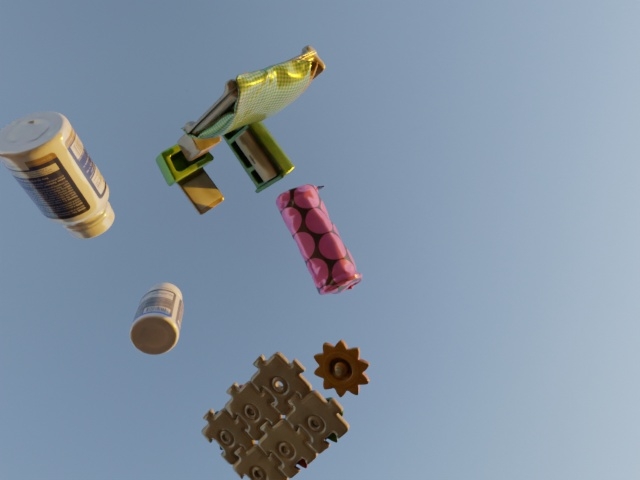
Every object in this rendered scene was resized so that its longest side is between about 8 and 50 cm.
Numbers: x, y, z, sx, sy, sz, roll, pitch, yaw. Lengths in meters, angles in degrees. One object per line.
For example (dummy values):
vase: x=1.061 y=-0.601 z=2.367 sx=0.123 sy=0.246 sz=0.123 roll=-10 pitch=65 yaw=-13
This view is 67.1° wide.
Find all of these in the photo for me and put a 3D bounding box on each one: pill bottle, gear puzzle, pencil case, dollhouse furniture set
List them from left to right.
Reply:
pill bottle: x=-0.250 y=-0.058 z=0.470 sx=0.067 sy=0.067 sz=0.120 roll=-20 pitch=-40 yaw=-9
pill bottle: x=-0.282 y=0.131 z=0.846 sx=0.078 sy=0.137 sz=0.078 roll=-3 pitch=-69 yaw=-9
dollhouse furniture set: x=-0.110 y=-0.160 z=0.799 sx=0.197 sy=0.302 sz=0.151 roll=-42 pitch=-77 yaw=-39
gear puzzle: x=-0.049 y=0.261 z=0.760 sx=0.175 sy=0.044 sz=0.339 roll=45 pitch=-64 yaw=8
pencil case: x=0.000 y=0.000 z=0.865 sx=0.095 sy=0.098 sz=0.209 roll=-24 pitch=-111 yaw=1
